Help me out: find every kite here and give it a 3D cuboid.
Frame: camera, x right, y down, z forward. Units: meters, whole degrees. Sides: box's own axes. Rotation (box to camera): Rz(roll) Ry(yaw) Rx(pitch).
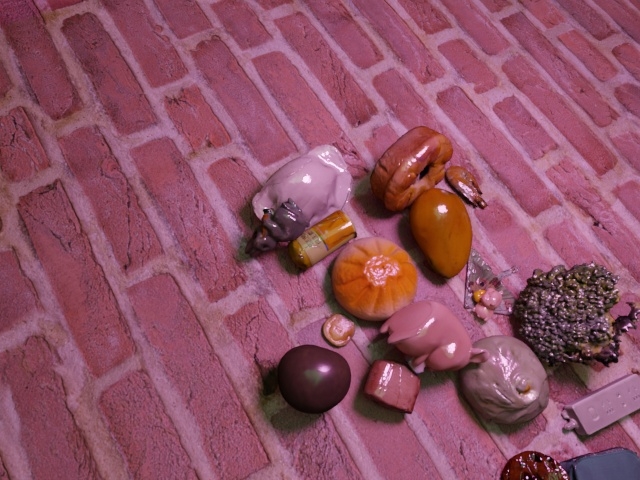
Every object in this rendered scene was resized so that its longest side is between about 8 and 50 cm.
[{"bbox_3d":[0.610,0.166,1.522,0.267,0.013,0.323,-34,78,-17],"label":"kite"}]

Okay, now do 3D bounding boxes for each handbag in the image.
[{"bbox_3d":[0.840,0.768,1.244,0.268,0.100,0.274,-2,65,-20],"label":"handbag"}]

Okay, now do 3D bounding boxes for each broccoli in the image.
[{"bbox_3d":[0.816,0.238,1.364,0.272,0.324,0.334,-4,75,-25],"label":"broccoli"}]

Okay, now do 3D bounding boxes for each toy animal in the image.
[{"bbox_3d":[0.345,0.309,1.306,0.213,0.195,0.256,-43,109,-3],"label":"toy animal"},{"bbox_3d":[-0.163,-0.018,1.394,0.251,0.125,0.127,-43,63,17],"label":"toy animal"},{"bbox_3d":[0.569,0.208,1.451,0.091,0.082,0.114,40,71,9],"label":"toy animal"}]

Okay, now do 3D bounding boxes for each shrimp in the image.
[{"bbox_3d":[0.578,-0.213,1.655,0.115,0.051,0.217,-31,72,-20],"label":"shrimp"}]

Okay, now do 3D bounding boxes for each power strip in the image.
[{"bbox_3d":[0.928,0.535,1.384,0.338,0.058,0.098,-18,72,-13],"label":"power strip"}]

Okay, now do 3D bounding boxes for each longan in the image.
[{"bbox_3d":[-0.020,0.405,1.248,0.220,0.196,0.197,15,67,-3],"label":"longan"}]

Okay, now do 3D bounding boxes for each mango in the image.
[{"bbox_3d":[0.427,-0.028,1.486,0.211,0.173,0.317,-13,88,-26],"label":"mango"}]

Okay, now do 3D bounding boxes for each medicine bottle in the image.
[{"bbox_3d":[0.000,0.000,1.453,0.239,0.124,0.124,-32,75,-16],"label":"medicine bottle"}]

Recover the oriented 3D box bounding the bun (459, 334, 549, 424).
[{"bbox_3d":[0.585,0.425,1.321,0.283,0.179,0.283,2,65,-5],"label":"bun"}]

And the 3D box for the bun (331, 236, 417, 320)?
[{"bbox_3d":[0.189,0.116,1.408,0.299,0.165,0.299,3,69,-7],"label":"bun"}]

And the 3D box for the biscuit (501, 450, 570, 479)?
[{"bbox_3d":[0.625,0.714,1.234,0.192,0.049,0.192,-15,58,26],"label":"biscuit"}]

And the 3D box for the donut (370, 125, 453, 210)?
[{"bbox_3d":[0.326,-0.253,1.517,0.317,0.299,0.150,-21,55,-40],"label":"donut"}]

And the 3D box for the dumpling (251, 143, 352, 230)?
[{"bbox_3d":[-0.051,-0.159,1.493,0.341,0.181,0.260,-44,102,-32],"label":"dumpling"}]

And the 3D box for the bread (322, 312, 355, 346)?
[{"bbox_3d":[0.061,0.292,1.394,0.110,0.024,0.110,3,67,-6],"label":"bread"}]

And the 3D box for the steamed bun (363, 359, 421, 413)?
[{"bbox_3d":[0.220,0.446,1.312,0.175,0.106,0.145,28,61,-10],"label":"steamed bun"}]
